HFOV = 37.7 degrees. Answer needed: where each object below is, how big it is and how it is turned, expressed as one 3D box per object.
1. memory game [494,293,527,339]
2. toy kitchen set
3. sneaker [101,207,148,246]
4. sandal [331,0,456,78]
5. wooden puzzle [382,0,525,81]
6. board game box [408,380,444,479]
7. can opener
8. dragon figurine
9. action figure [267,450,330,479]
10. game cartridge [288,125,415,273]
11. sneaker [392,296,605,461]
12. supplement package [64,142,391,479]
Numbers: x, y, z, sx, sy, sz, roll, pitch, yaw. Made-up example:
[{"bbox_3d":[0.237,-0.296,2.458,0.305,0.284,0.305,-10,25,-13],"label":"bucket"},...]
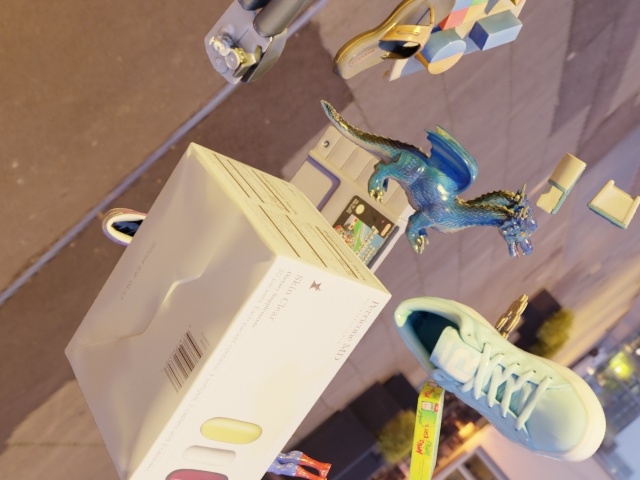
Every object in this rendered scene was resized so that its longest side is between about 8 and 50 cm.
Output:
[{"bbox_3d":[0.289,0.168,1.571,0.186,0.012,0.186,-54,176,-6],"label":"memory game"},{"bbox_3d":[0.511,-0.074,1.800,0.122,0.166,0.207,-59,169,12],"label":"toy kitchen set"},{"bbox_3d":[-0.320,-0.007,1.985,0.282,0.102,0.161,6,180,-16],"label":"sneaker"},{"bbox_3d":[0.118,-0.303,1.410,0.219,0.060,0.090,-33,156,-6],"label":"sandal"},{"bbox_3d":[0.307,-0.445,1.834,0.322,0.081,0.348,-23,160,-27],"label":"wooden puzzle"},{"bbox_3d":[0.214,0.384,1.881,0.092,0.043,0.182,-42,138,-69],"label":"board game box"},{"bbox_3d":[-0.053,-0.283,1.105,0.093,0.074,0.280,-28,173,-39],"label":"can opener"},{"bbox_3d":[0.135,-0.084,1.112,0.144,0.289,0.085,-38,178,19],"label":"dragon figurine"},{"bbox_3d":[-0.137,0.447,1.832,0.091,0.280,0.139,-57,172,-73],"label":"action figure"},{"bbox_3d":[0.000,0.000,1.676,0.355,0.230,0.068,-54,151,7],"label":"game cartridge"},{"bbox_3d":[0.229,0.193,1.336,0.150,0.366,0.135,14,102,-40],"label":"sneaker"},{"bbox_3d":[-0.098,0.081,0.903,0.145,0.204,0.262,20,111,-41],"label":"supplement package"}]
